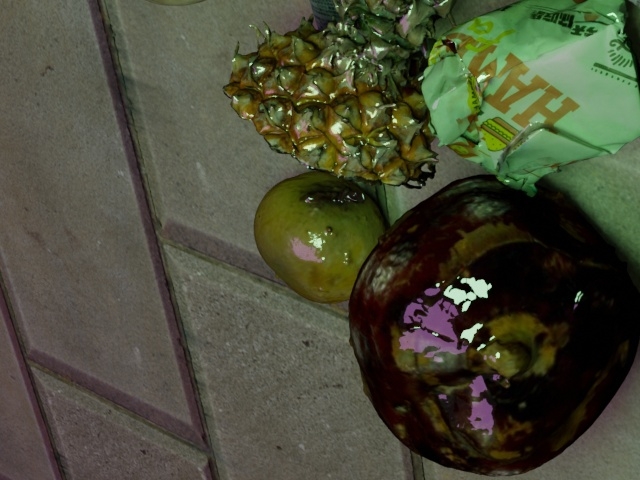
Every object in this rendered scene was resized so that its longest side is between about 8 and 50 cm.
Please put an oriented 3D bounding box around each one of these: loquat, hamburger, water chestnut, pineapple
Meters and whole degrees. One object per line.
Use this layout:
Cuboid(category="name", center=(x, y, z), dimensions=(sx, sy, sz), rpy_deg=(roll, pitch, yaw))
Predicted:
Cuboid(category="loquat", center=(0.000, 0.000, 2.099), dimensions=(0.172, 0.149, 0.204), rpy_deg=(35, 154, 13))
Cuboid(category="hamburger", center=(0.210, -0.143, 1.688), dimensions=(0.235, 0.214, 0.125), rpy_deg=(68, -176, -52))
Cuboid(category="water chestnut", center=(0.179, 0.080, 1.880), dimensions=(0.347, 0.335, 0.335), rpy_deg=(-129, 18, -58))
Cuboid(category="pineapple", center=(0.059, -0.228, 1.747), dimensions=(0.262, 0.262, 0.272), rpy_deg=(35, 117, 19))

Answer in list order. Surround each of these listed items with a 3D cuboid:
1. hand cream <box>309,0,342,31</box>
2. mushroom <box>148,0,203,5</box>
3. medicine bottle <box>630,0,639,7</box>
Cuboid(category="hand cream", center=(0.035, -0.265, 1.895), dimensions=(0.124, 0.078, 0.341), rpy_deg=(13, 139, 36))
Cuboid(category="mushroom", center=(-0.193, -0.417, 1.765), dimensions=(0.362, 0.294, 0.362), rpy_deg=(35, 136, 43))
Cuboid(category="medicine bottle", center=(0.341, -0.241, 1.578), dimensions=(0.220, 0.061, 0.092), rpy_deg=(38, 125, 14))
